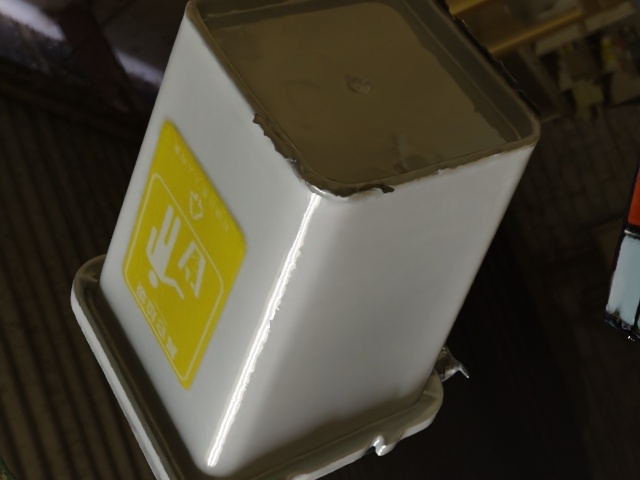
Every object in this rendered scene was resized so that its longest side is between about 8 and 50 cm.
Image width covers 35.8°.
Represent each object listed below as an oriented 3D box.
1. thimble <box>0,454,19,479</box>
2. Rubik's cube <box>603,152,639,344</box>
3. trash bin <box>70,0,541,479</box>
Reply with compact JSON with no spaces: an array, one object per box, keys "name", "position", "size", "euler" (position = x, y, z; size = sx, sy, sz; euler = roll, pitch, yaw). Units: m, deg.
[{"name":"thimble","position":[-0.561,0.404,1.461],"size":[0.143,0.235,0.198],"euler":[55,174,-3]},{"name":"Rubik's cube","position":[0.354,0.014,0.822],"size":[0.183,0.167,0.180],"euler":[-96,17,-81]},{"name":"trash bin","position":[0.000,0.000,0.729],"size":[0.256,0.295,0.368],"euler":[57,146,28]}]
